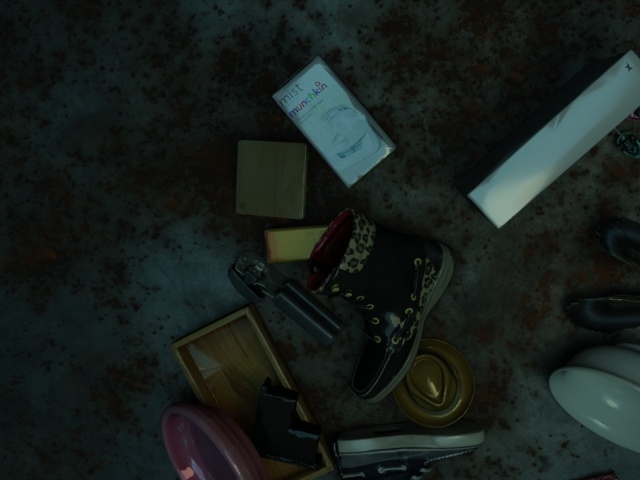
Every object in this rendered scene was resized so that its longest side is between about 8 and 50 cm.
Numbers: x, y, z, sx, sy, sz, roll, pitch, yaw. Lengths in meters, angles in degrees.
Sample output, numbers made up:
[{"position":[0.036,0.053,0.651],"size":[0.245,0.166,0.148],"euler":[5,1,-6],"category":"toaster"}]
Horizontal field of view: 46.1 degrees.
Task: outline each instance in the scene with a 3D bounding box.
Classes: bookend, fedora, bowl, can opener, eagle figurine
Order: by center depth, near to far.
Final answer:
[{"position":[0.633,0.303,1.531],"size":[0.298,0.298,0.134],"euler":[36,68,1],"category":"bowl"},{"position":[0.692,0.104,1.543],"size":[0.298,0.225,0.226],"euler":[21,55,32],"category":"eagle figurine"},{"position":[-0.061,0.393,1.618],"size":[0.156,0.072,0.157],"euler":[11,97,4],"category":"bookend"},{"position":[0.237,0.304,1.618],"size":[0.195,0.079,0.194],"euler":[-4,74,15],"category":"fedora"},{"position":[-0.082,0.136,1.677],"size":[0.283,0.076,0.095],"euler":[41,131,0],"category":"can opener"}]

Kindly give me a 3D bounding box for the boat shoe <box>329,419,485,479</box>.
[{"position":[0.197,0.490,1.652],"size":[0.341,0.127,0.158],"euler":[-8,93,16],"category":"boat shoe"}]

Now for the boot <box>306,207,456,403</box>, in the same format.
[{"position":[0.092,0.132,1.548],"size":[0.284,0.138,0.377],"euler":[25,96,-32],"category":"boot"}]

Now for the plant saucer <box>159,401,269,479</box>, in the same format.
[{"position":[-0.220,0.486,1.629],"size":[0.084,0.332,0.332],"euler":[-29,94,-36],"category":"plant saucer"}]

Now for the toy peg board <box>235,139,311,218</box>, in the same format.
[{"position":[-0.094,-0.134,1.642],"size":[0.161,0.079,0.161],"euler":[6,97,21],"category":"toy peg board"}]

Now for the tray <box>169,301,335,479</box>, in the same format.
[{"position":[-0.149,0.366,1.698],"size":[0.203,0.076,0.410],"euler":[-27,92,9],"category":"tray"}]

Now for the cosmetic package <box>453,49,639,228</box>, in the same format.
[{"position":[0.440,-0.194,1.462],"size":[0.377,0.284,0.097],"euler":[-42,91,10],"category":"cosmetic package"}]

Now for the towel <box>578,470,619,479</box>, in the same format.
[{"position":[0.593,0.698,1.675],"size":[0.237,0.037,0.328],"euler":[-19,94,9],"category":"towel"}]

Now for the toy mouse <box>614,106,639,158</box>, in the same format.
[{"position":[0.657,-0.230,1.561],"size":[0.143,0.031,0.160],"euler":[6,97,5],"category":"toy mouse"}]

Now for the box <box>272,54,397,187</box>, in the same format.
[{"position":[0.039,-0.236,1.512],"size":[0.127,0.262,0.231],"euler":[-41,92,9],"category":"box"}]

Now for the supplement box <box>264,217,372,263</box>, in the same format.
[{"position":[0.000,0.000,1.637],"size":[0.234,0.080,0.078],"euler":[-4,97,8],"category":"supplement box"}]
